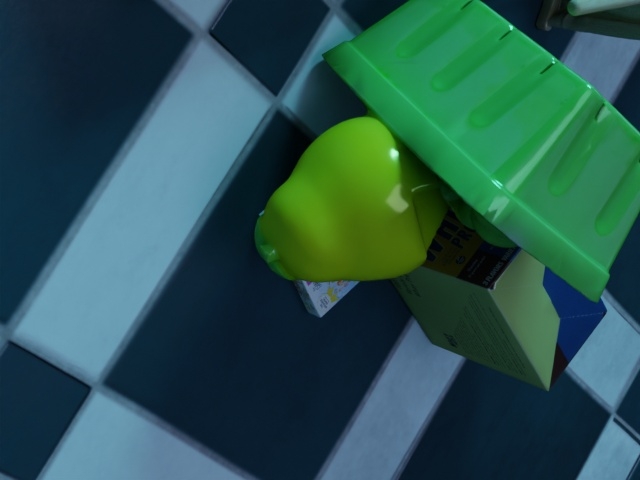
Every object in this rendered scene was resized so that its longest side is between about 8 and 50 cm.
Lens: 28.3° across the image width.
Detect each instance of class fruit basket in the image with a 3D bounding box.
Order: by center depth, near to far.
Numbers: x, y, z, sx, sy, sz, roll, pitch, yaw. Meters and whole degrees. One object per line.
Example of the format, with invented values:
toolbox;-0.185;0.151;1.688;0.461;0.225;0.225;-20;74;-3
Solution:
fruit basket;0.121;-0.064;1.377;0.283;0.392;0.392;33;81;-41

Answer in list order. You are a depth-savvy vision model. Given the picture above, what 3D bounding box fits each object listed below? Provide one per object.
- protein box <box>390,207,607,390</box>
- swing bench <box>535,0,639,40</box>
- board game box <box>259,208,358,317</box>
protein box;0.209;0.049;1.571;0.136;0.201;0.200;-49;129;-19
swing bench;0.300;-0.334;1.496;0.255;0.253;0.165;6;99;-42
board game box;0.000;0.000;1.496;0.103;0.026;0.154;-42;127;-23
